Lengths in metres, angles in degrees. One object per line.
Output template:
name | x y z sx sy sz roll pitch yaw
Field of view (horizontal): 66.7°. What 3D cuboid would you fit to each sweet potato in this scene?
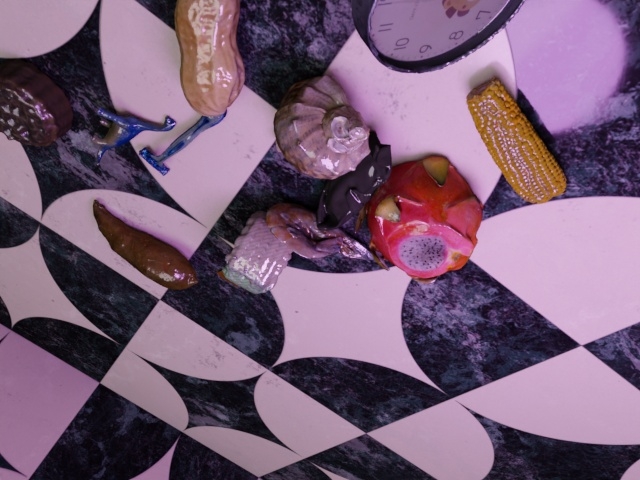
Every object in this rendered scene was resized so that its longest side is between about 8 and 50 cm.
sweet potato | -0.574 0.029 1.570 0.423 0.130 0.130 36 134 3

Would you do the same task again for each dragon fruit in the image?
dragon fruit | 0.232 -0.028 1.131 0.291 0.189 0.290 12 133 13

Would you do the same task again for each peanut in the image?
peanut | -0.230 -0.409 1.024 0.149 0.149 0.313 14 127 11

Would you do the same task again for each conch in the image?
conch | -0.024 -0.230 1.037 0.292 0.159 0.210 -1 116 41

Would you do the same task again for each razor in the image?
razor | -0.357 -0.258 1.262 0.324 0.056 0.093 -24 123 35

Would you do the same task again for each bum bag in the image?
bum bag | 0.076 -0.135 1.154 0.080 0.142 0.326 8 146 -29

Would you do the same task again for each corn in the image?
corn | 0.398 -0.184 0.988 0.102 0.101 0.310 -28 116 38

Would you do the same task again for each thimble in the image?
thimble | -0.162 0.037 1.332 0.150 0.219 0.219 30 134 -3

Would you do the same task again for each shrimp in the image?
shrimp | 0.000 0.000 1.274 0.317 0.164 0.062 26 135 -11

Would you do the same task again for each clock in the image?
clock | 0.203 -0.399 0.769 0.313 0.061 0.312 -19 156 -8

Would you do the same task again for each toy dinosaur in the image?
toy dinosaur | -0.512 -0.273 1.312 0.188 0.075 0.247 26 130 -15

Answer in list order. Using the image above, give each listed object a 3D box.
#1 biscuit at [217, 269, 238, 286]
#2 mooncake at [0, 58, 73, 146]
biscuit | -0.296 0.118 1.600 0.092 0.016 0.082 16 139 10
mooncake | -0.795 -0.358 1.309 0.229 0.124 0.228 11 134 12
